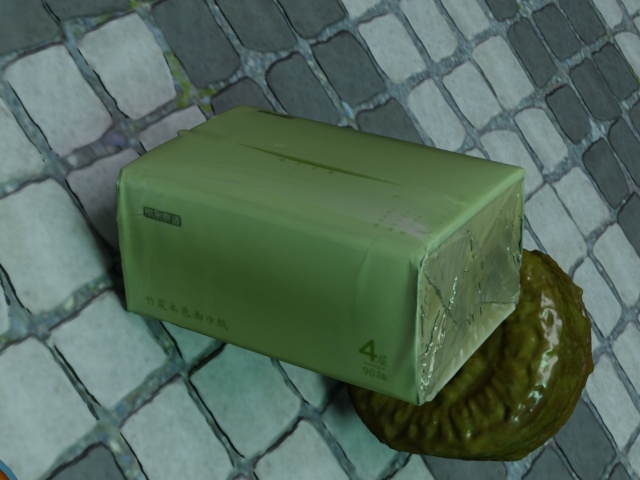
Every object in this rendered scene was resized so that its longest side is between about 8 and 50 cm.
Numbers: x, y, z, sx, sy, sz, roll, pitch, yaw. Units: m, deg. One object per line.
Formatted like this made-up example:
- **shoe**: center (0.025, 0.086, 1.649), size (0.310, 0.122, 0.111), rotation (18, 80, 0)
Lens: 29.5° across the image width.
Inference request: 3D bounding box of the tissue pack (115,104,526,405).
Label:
- **tissue pack**: center (0.000, 0.000, 0.816), size (0.159, 0.234, 0.125), rotation (-34, 132, -51)

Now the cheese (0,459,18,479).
- **cheese**: center (-0.194, 0.205, 0.625), size (0.106, 0.037, 0.256), rotation (16, 47, -33)

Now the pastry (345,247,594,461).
- **pastry**: center (0.107, 0.080, 0.915), size (0.103, 0.188, 0.189), rotation (24, 50, -53)
